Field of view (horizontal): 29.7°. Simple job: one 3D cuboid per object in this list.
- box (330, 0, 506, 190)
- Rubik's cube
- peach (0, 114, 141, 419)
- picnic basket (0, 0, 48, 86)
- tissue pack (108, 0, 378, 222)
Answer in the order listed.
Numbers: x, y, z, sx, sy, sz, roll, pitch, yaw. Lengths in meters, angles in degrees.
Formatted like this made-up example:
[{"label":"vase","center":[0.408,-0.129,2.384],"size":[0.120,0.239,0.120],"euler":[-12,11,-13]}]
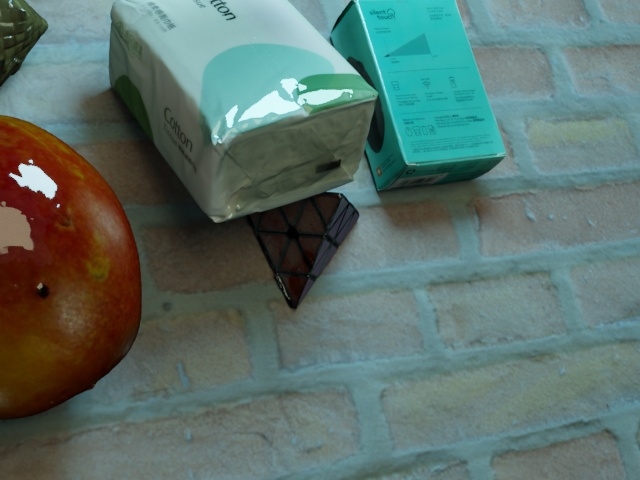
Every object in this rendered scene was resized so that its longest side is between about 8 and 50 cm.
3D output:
[{"label":"box","center":[0.159,-0.248,2.016],"size":[0.205,0.118,0.311],"euler":[-8,73,-30]},{"label":"Rubik's cube","center":[0.000,0.000,1.887],"size":[0.178,0.211,0.190],"euler":[-11,106,-48]},{"label":"peach","center":[-0.398,0.041,1.513],"size":[0.388,0.388,0.388],"euler":[9,66,-21]},{"label":"picnic basket","center":[-0.489,-0.282,1.732],"size":[0.178,0.138,0.128],"euler":[-45,85,1]},{"label":"tissue pack","center":[-0.121,-0.218,1.759],"size":[0.266,0.194,0.356],"euler":[-18,50,-27]}]
